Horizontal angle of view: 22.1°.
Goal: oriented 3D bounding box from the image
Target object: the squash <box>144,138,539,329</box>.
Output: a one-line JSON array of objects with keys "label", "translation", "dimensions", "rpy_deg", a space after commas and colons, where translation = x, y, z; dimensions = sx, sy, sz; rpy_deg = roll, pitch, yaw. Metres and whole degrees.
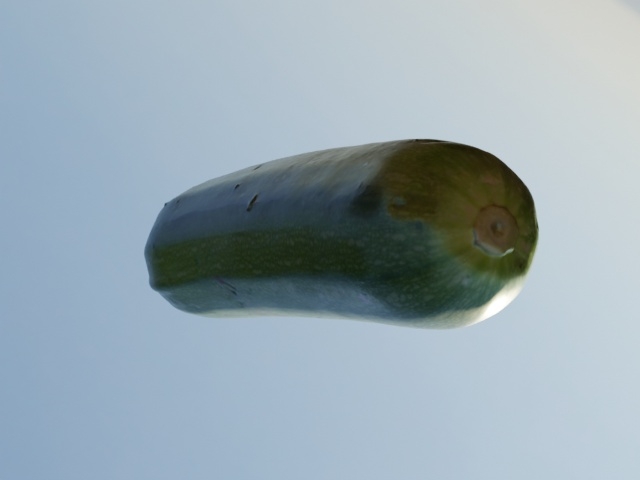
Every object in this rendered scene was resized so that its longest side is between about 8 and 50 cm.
[{"label": "squash", "translation": [0.000, 0.000, 0.593], "dimensions": [0.066, 0.066, 0.229], "rpy_deg": [32, 162, -25]}]
